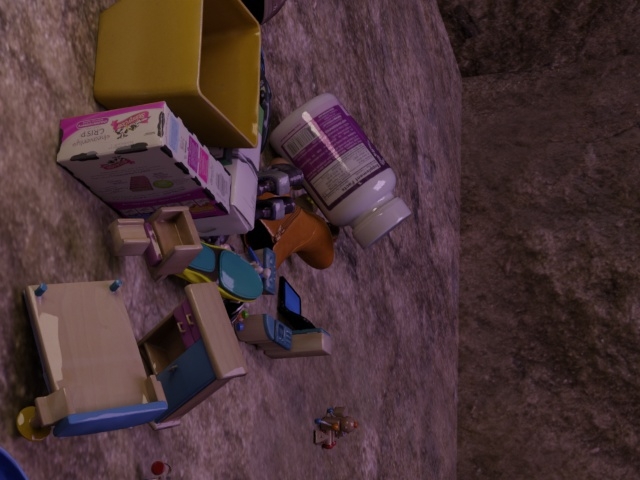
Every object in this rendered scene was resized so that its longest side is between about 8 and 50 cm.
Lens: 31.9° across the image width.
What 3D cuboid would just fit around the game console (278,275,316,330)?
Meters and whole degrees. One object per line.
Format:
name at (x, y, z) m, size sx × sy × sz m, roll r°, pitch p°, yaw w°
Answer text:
game console at (-0.036, 0.142, 2.293) m, size 0.071 × 0.107 × 0.122 m, roll -59°, pitch 150°, yaw -14°

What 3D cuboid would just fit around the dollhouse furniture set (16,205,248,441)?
dollhouse furniture set at (-0.300, 0.128, 1.477) m, size 0.303 × 0.198 × 0.286 m, roll -4°, pitch 64°, yaw -42°

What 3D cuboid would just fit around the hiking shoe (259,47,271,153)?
hiking shoe at (-0.132, -0.280, 2.018) m, size 0.132 × 0.113 × 0.304 m, roll 33°, pitch 49°, yaw -70°

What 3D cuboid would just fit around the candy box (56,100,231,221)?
candy box at (-0.241, -0.102, 1.572) m, size 0.233 × 0.159 × 0.071 m, roll 50°, pitch 37°, yaw -62°

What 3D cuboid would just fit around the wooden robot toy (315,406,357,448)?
wooden robot toy at (0.046, 0.411, 2.451) m, size 0.173 × 0.079 × 0.076 m, roll -19°, pitch 103°, yaw -71°

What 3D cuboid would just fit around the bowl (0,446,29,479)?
bowl at (-0.391, 0.383, 1.091) m, size 0.391 × 0.077 × 0.391 m, roll -5°, pitch 90°, yaw -72°

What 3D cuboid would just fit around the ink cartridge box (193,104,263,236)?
ink cartridge box at (-0.183, -0.123, 1.754) m, size 0.092 × 0.160 × 0.220 m, roll 57°, pitch 31°, yaw -59°

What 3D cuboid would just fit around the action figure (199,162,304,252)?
action figure at (-0.149, -0.050, 1.918) m, size 0.285 × 0.099 × 0.185 m, roll -25°, pitch 125°, yaw -50°

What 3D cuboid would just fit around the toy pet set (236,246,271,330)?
toy pet set at (-0.120, 0.079, 1.985) m, size 0.114 × 0.065 × 0.122 m, roll 59°, pitch -43°, yaw 38°

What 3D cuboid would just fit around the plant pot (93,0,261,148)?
plant pot at (-0.215, -0.257, 1.650) m, size 0.212 × 0.187 × 0.212 m, roll 42°, pitch 45°, yaw -63°

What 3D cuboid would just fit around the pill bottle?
pill bottle at (0.046, -0.136, 2.267) m, size 0.302 × 0.169 × 0.169 m, roll 53°, pitch 18°, yaw 4°

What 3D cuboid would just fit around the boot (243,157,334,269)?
boot at (-0.071, 0.005, 2.198) m, size 0.211 × 0.104 × 0.295 m, roll -69°, pitch 144°, yaw -45°

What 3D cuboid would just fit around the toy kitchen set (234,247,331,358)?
toy kitchen set at (-0.067, 0.120, 2.110) m, size 0.207 × 0.122 × 0.166 m, roll 43°, pitch 45°, yaw -65°

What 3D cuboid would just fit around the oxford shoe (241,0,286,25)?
oxford shoe at (-0.161, -0.548, 1.993) m, size 0.364 × 0.130 × 0.133 m, roll 53°, pitch 49°, yaw -34°

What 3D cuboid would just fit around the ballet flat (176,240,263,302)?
ballet flat at (-0.185, 0.044, 1.788) m, size 0.231 × 0.077 × 0.077 m, roll 31°, pitch 56°, yaw -51°

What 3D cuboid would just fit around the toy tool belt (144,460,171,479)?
toy tool belt at (-0.242, 0.365, 1.626) m, size 0.051 × 0.052 × 0.083 m, roll 126°, pitch -30°, yaw -68°

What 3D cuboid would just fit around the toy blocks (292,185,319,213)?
toy blocks at (-0.027, -0.117, 2.419) m, size 0.148 × 0.054 × 0.123 m, roll -46°, pitch 128°, yaw -68°

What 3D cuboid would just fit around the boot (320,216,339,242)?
boot at (0.000, 0.000, 2.380) m, size 0.158 × 0.059 × 0.085 m, roll -151°, pitch -119°, yaw -70°

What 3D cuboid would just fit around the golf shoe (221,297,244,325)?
golf shoe at (-0.161, 0.106, 1.884) m, size 0.186 × 0.085 × 0.068 m, roll -69°, pitch 148°, yaw -57°
